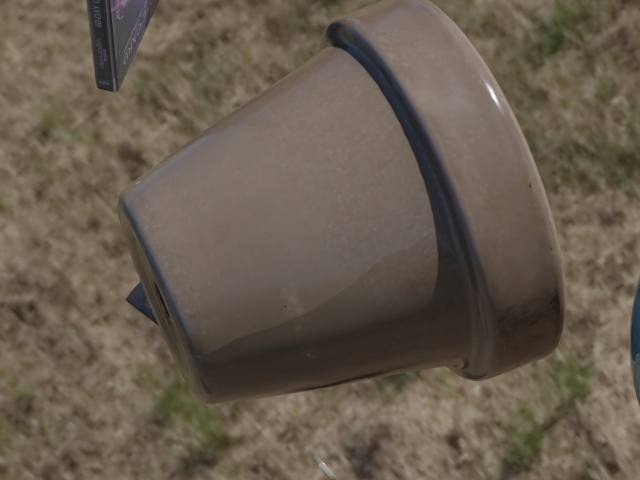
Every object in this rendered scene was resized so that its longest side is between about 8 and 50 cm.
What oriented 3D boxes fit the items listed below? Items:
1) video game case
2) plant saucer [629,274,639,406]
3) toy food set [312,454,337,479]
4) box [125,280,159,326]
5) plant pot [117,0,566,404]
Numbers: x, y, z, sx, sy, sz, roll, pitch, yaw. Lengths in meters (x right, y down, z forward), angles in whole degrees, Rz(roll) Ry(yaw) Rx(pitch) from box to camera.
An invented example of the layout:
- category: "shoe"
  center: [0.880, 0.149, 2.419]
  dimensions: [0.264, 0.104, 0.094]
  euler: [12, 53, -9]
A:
- category: "video game case"
  center: [-0.159, -0.285, 1.244]
  dimensions: [0.026, 0.274, 0.196]
  euler: [15, 58, 4]
- category: "plant saucer"
  center: [0.193, 0.095, 0.681]
  dimensions: [0.037, 0.195, 0.195]
  euler: [-28, 35, -9]
- category: "toy food set"
  center: [0.043, 0.293, 1.311]
  dimensions: [0.071, 0.218, 0.128]
  euler: [-44, 6, -6]
- category: "box"
  center: [-0.140, 0.047, 1.343]
  dimensions: [0.062, 0.052, 0.083]
  euler: [-52, 0, -5]
- category: "plant pot"
  center: [0.000, 0.000, 0.949]
  dimensions: [0.229, 0.263, 0.263]
  euler: [-23, 35, -11]
